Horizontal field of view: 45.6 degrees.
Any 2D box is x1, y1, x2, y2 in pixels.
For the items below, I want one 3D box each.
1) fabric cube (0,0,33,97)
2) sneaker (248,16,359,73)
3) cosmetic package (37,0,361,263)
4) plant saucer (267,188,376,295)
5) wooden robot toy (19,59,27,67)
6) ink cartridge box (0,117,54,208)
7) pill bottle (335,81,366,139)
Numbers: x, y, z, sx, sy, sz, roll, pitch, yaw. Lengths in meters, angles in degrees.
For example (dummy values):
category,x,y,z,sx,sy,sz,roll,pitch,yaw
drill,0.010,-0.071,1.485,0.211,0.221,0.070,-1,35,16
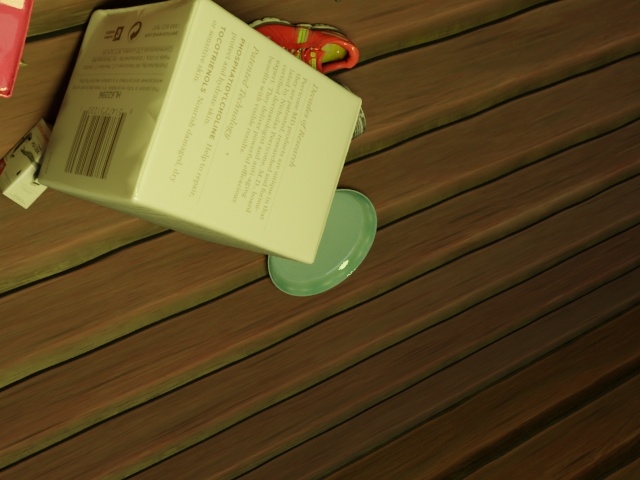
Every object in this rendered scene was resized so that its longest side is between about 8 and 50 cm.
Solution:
category,x,y,z,sx,sy,sz,roll,pitch,yaw
fabric cube,-0.525,-0.377,1.024,0.254,0.258,0.259,10,116,-32
sneaker,-0.043,-0.379,1.522,0.279,0.118,0.107,-14,129,-29
cosmetic package,-0.205,-0.178,1.336,0.394,0.329,0.327,22,82,-46
plant saucer,0.000,0.000,1.917,0.318,0.043,0.317,-20,133,-23
wooden robot toy,-0.573,-0.303,1.236,0.173,0.076,0.079,-18,97,-25
ink cartridge box,-0.514,-0.140,1.368,0.135,0.099,0.056,-46,136,1
pill bottle,-0.035,-0.230,1.641,0.246,0.130,0.130,-32,137,-13
